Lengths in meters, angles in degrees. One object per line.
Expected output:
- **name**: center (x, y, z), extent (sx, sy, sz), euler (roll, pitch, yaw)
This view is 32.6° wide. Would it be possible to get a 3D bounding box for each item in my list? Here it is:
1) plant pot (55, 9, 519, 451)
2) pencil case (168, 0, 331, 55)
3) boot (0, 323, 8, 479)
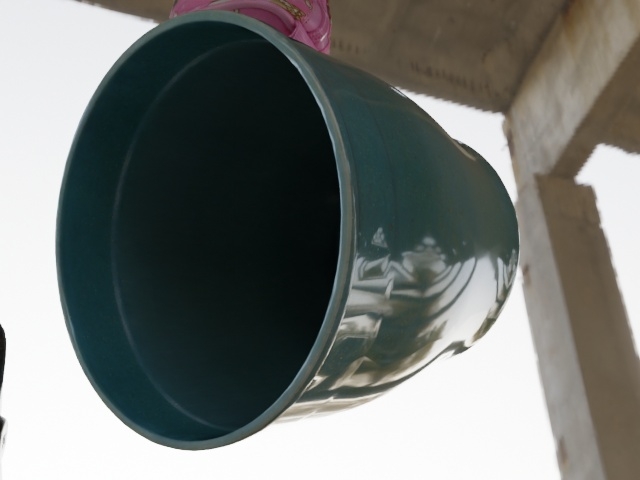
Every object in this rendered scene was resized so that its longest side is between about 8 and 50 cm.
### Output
- **plant pot**: center (0.000, 0.000, 0.766), extent (0.255, 0.271, 0.272), euler (5, -36, -47)
- **pencil case**: center (-0.063, -0.276, 1.133), extent (0.160, 0.386, 0.167), euler (20, -47, -15)
- **boot**: center (-0.342, 0.273, 1.030), extent (0.146, 0.367, 0.445), euler (-4, -71, -9)
